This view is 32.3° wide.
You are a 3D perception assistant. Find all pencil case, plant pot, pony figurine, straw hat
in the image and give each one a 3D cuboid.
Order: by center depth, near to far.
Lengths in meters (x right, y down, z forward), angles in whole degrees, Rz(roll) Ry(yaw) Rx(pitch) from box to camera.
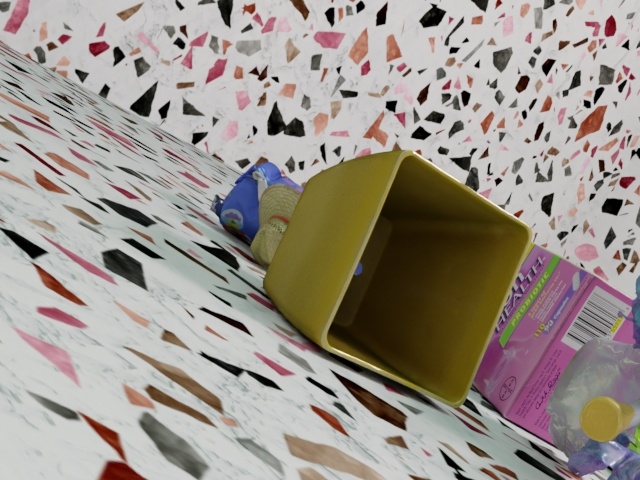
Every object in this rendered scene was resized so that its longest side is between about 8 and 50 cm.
[{"bbox_3d":[0.383,0.171,1.158,0.302,0.351,0.363,27,22,25],"label":"pony figurine"},{"bbox_3d":[0.063,0.031,1.197,0.212,0.212,0.187,28,-8,-35],"label":"plant pot"},{"bbox_3d":[-0.056,0.005,1.420,0.061,0.144,0.144,-28,48,-35],"label":"straw hat"},{"bbox_3d":[0.000,0.000,1.515,0.306,0.119,0.133,33,-25,23],"label":"pencil case"}]

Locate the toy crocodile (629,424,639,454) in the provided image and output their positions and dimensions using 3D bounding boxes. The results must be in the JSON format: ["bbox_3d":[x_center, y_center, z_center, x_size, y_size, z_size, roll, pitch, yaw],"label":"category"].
[{"bbox_3d":[0.373,0.240,1.619,0.115,0.105,0.340,29,10,-34],"label":"toy crocodile"}]

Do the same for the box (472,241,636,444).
[{"bbox_3d":[0.309,0.135,1.501,0.117,0.214,0.243,31,5,-14],"label":"box"}]
